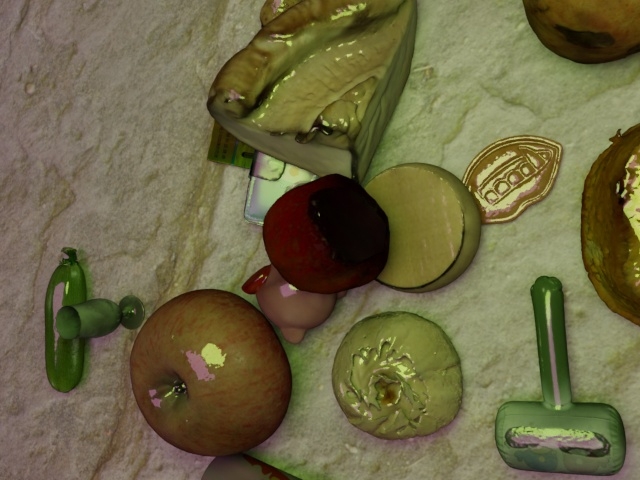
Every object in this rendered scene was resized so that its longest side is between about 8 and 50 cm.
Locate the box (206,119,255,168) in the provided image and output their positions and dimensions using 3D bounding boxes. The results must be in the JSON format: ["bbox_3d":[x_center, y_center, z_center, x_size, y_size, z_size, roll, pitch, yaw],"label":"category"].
[{"bbox_3d":[-0.162,-0.224,1.240,0.193,0.030,0.121,14,95,22],"label":"box"}]

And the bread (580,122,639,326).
[{"bbox_3d":[0.575,-0.021,0.825,0.336,0.204,0.358,-4,91,27],"label":"bread"}]

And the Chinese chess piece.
[{"bbox_3d":[0.176,-0.024,1.040,0.249,0.103,0.250,1,92,31],"label":"Chinese chess piece"}]

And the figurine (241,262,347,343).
[{"bbox_3d":[-0.045,0.102,1.117,0.173,0.173,0.173,0,89,23],"label":"figurine"}]

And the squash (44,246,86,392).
[{"bbox_3d":[-0.660,0.207,1.416,0.101,0.101,0.379,4,90,23],"label":"squash"}]

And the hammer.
[{"bbox_3d":[0.405,0.229,0.955,0.206,0.119,0.336,-5,81,23],"label":"hammer"}]

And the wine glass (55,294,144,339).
[{"bbox_3d":[-0.520,0.182,1.297,0.092,0.202,0.093,-1,88,23],"label":"wine glass"}]

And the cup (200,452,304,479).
[{"bbox_3d":[-0.106,0.559,1.134,0.288,0.203,0.203,17,96,30],"label":"cup"}]

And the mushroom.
[{"bbox_3d":[0.011,-0.336,1.044,0.313,0.224,0.397,22,76,17],"label":"mushroom"}]

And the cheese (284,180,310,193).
[{"bbox_3d":[-0.016,-0.084,1.114,0.120,0.026,0.067,12,96,-20],"label":"cheese"}]

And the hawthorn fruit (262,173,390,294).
[{"bbox_3d":[0.000,0.000,0.973,0.249,0.215,0.215,-23,80,32],"label":"hawthorn fruit"}]

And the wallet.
[{"bbox_3d":[-0.062,-0.146,1.155,0.176,0.075,0.251,12,94,1],"label":"wallet"}]

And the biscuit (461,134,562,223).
[{"bbox_3d":[0.346,-0.114,1.020,0.220,0.029,0.142,-36,76,19],"label":"biscuit"}]

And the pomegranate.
[{"bbox_3d":[0.455,-0.416,0.847,0.281,0.281,0.281,0,89,23],"label":"pomegranate"}]

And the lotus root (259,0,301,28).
[{"bbox_3d":[-0.085,-0.516,1.192,0.072,0.063,0.152,43,109,28],"label":"lotus root"}]

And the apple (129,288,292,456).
[{"bbox_3d":[-0.228,0.271,1.111,0.344,0.269,0.345,14,111,41],"label":"apple"}]

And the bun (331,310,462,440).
[{"bbox_3d":[0.135,0.259,1.043,0.259,0.152,0.260,1,92,24],"label":"bun"}]
